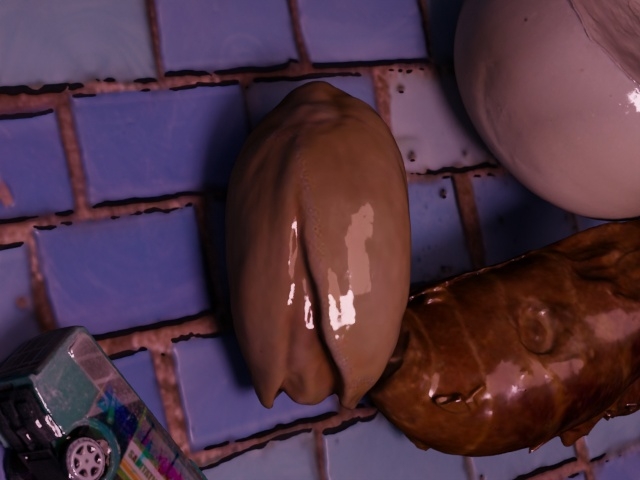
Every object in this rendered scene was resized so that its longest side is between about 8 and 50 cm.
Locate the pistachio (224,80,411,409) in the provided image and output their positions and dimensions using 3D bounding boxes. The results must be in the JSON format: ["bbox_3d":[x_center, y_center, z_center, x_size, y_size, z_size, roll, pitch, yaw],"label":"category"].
[{"bbox_3d":[0.000,0.000,1.247,0.181,0.162,0.293,48,38,-72],"label":"pistachio"}]

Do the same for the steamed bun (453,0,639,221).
[{"bbox_3d":[0.278,-0.168,1.489,0.324,0.206,0.324,23,44,-24],"label":"steamed bun"}]

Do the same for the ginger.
[{"bbox_3d":[0.218,0.116,1.409,0.418,0.254,0.176,-20,53,-30],"label":"ginger"}]

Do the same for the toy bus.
[{"bbox_3d":[-0.154,0.190,1.111,0.261,0.091,0.109,56,43,-21],"label":"toy bus"}]
